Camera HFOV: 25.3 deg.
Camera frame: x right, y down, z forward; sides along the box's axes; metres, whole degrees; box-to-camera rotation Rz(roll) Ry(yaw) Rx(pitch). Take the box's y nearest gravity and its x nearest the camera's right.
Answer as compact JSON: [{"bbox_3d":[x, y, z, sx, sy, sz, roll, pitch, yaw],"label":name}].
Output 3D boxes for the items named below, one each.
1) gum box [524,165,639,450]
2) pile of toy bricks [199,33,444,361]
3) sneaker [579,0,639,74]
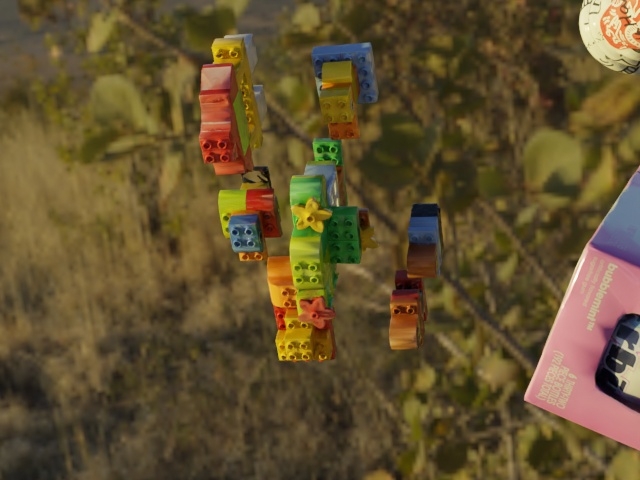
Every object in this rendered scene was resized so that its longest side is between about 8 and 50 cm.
[{"bbox_3d":[0.151,0.027,0.529,0.107,0.062,0.188,23,21,13],"label":"gum box"},{"bbox_3d":[0.000,0.000,0.756,0.118,0.212,0.105,-2,35,12],"label":"pile of toy bricks"},{"bbox_3d":[0.299,-0.198,0.975,0.270,0.090,0.145,-29,2,-24],"label":"sneaker"}]
